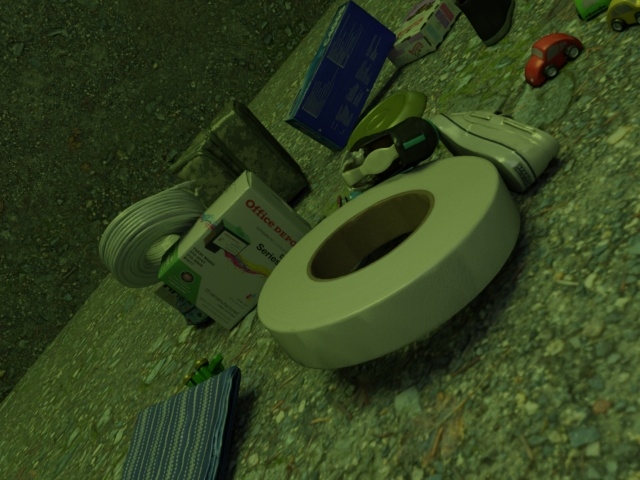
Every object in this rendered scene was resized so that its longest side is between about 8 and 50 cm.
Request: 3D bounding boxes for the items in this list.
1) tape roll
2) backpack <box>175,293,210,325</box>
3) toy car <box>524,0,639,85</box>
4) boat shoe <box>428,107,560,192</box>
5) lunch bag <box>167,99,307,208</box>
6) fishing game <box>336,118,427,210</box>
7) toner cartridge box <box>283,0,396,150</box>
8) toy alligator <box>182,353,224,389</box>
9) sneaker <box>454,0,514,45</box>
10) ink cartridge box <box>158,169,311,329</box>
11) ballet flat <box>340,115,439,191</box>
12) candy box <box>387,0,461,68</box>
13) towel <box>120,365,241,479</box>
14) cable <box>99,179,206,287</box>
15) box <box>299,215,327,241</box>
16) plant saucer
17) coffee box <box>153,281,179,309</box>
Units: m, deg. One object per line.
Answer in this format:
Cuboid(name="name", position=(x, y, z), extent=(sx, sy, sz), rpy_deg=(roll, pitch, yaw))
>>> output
Cuboid(name="tape roll", position=(0.086, 0.016, 0.789), extent=(0.392, 0.072, 0.392), rpy_deg=(-32, 18, 12))
Cuboid(name="backpack", position=(-0.298, 0.118, 1.379), extent=(0.158, 0.117, 0.173), rpy_deg=(-19, 37, 49))
Cuboid(name="toy car", position=(0.441, -0.380, 0.912), extent=(0.239, 0.053, 0.225), rpy_deg=(-26, 32, 43))
Cuboid(name="boat shoe", position=(0.255, -0.158, 0.843), extent=(0.088, 0.096, 0.267), rpy_deg=(-42, 24, 5))
Cuboid(name="lunch bag", position=(-0.216, -0.176, 1.474), extent=(0.256, 0.305, 0.213), rpy_deg=(-40, 21, 10))
Cuboid(name="fishing game", position=(0.119, -0.138, 1.131), extent=(0.264, 0.041, 0.189), rpy_deg=(-39, 22, 24))
Cuboid(name="toner cartridge box", position=(0.053, -0.430, 1.468), extent=(0.348, 0.165, 0.075), rpy_deg=(-64, 24, -6))
Cuboid(name="toy alligator", position=(-0.239, 0.290, 1.088), extent=(0.190, 0.056, 0.051), rpy_deg=(-51, -23, 12))
Cuboid(name="sneaker", position=(0.359, -0.528, 1.218), extent=(0.083, 0.118, 0.222), rpy_deg=(-32, 27, 35))
Cuboid(name="ink cartridge box", position=(-0.177, 0.022, 1.198), extent=(0.278, 0.201, 0.117), rpy_deg=(-44, 23, 10))
Cuboid(name="ballet flat", position=(0.090, -0.140, 0.971), extent=(0.096, 0.095, 0.280), rpy_deg=(-31, 1, -26))
Cuboid(name="candy box", position=(0.281, -0.577, 1.504), extent=(0.196, 0.070, 0.164), rpy_deg=(-57, 24, -19))
Cuboid(name="towel", position=(-0.261, 0.366, 0.955), extent=(0.336, 0.040, 0.243), rpy_deg=(-31, 38, 36))
Cuboid(name="cable", position=(-0.365, 0.001, 1.262), extent=(0.257, 0.089, 0.257), rpy_deg=(-26, -27, -32))
Cuboid(name="box", position=(0.000, 0.000, 1.119), extent=(0.083, 0.018, 0.067), rpy_deg=(-46, 45, 6))
Cuboid(name="plant saucer", position=(0.142, -0.269, 1.303), extent=(0.241, 0.037, 0.241), rpy_deg=(-40, 23, 21))
Cuboid(name="coffee box", position=(-0.340, 0.068, 1.559), extent=(0.246, 0.098, 0.141), rpy_deg=(-37, 25, 27))
